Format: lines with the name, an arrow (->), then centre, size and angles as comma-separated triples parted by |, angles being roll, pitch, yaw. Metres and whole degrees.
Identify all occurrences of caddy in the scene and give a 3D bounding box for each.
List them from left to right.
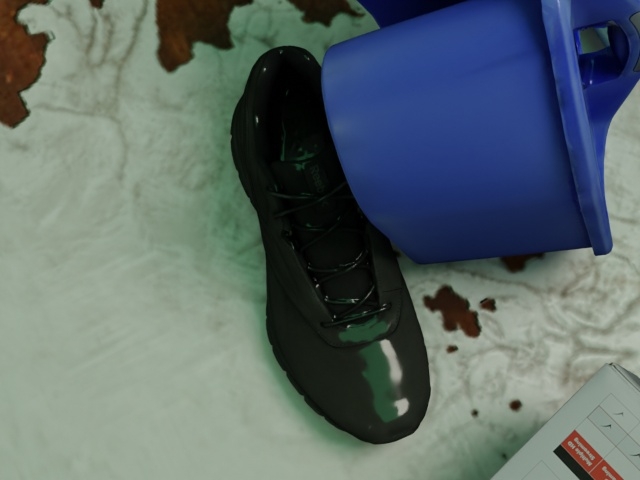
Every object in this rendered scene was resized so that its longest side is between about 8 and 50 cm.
caddy -> 0.119, -0.116, 0.660 | 0.179, 0.341, 0.241 | -8, 75, 16

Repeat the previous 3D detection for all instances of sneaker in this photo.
sneaker -> 0.000, 0.000, 0.724 | 0.109, 0.130, 0.286 | -20, 77, -7

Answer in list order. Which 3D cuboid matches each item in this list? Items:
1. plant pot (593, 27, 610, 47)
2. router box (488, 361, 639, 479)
plant pot -> 0.304, -0.314, 0.757 | 0.252, 0.247, 0.248 | -23, 75, -24
router box -> 0.179, 0.289, 0.580 | 0.301, 0.082, 0.335 | -47, 63, 9
